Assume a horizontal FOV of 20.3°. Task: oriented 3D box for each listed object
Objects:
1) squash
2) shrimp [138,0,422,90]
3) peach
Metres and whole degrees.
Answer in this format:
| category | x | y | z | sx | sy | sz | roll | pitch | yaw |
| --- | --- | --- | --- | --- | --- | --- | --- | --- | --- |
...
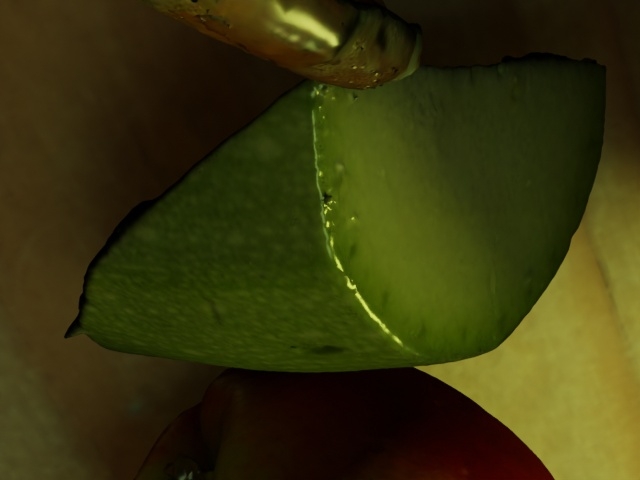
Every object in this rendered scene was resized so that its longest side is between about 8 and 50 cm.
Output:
| category | x | y | z | sx | sy | sz | roll | pitch | yaw |
| --- | --- | --- | --- | --- | --- | --- | --- | --- | --- |
| squash | 0.013 | 0.019 | 0.625 | 0.192 | 0.085 | 0.184 | -8 | 154 | -50 |
| shrimp | -0.085 | -0.129 | 0.531 | 0.290 | 0.222 | 0.054 | 35 | 103 | 15 |
| peach | 0.016 | 0.138 | 0.697 | 0.197 | 0.197 | 0.197 | -6 | 123 | -9 |
